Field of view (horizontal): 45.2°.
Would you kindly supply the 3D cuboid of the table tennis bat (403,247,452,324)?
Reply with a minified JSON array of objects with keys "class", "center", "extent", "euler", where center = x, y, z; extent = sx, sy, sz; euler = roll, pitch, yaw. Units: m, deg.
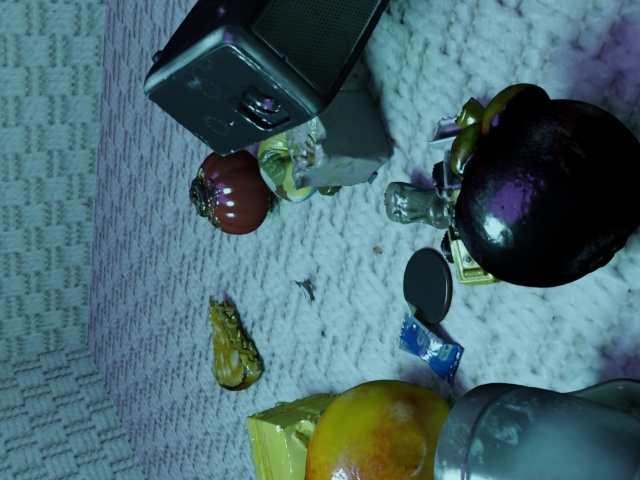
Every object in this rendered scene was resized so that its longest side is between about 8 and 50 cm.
[{"class":"table tennis bat","center":[0.199,0.119,1.497],"extent":[0.130,0.019,0.220],"euler":[41,130,47]}]

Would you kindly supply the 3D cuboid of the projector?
[{"class":"projector","center":[-0.091,-0.405,1.427],"extent":[0.395,0.242,0.405],"euler":[-11,46,56]}]

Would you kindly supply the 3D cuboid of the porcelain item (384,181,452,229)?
[{"class":"porcelain item","center":[0.210,-0.058,1.395],"extent":[0.216,0.069,0.081],"euler":[14,105,51]}]

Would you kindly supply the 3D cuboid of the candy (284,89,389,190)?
[{"class":"candy","center":[0.028,-0.199,1.534],"extent":[0.137,0.195,0.184],"euler":[-33,66,52]}]

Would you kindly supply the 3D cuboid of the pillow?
[{"class":"pillow","center":[-0.066,-0.202,1.794],"extent":[0.233,0.086,0.214],"euler":[55,130,39]}]

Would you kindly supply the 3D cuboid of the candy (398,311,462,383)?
[{"class":"candy","center":[0.205,0.207,1.478],"extent":[0.136,0.038,0.088],"euler":[33,129,30]}]

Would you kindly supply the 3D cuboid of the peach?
[{"class":"peach","center":[0.114,0.422,1.447],"extent":[0.289,0.308,0.288],"euler":[35,141,35]}]

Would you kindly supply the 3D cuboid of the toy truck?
[{"class":"toy truck","center":[0.246,-0.068,1.246],"extent":[0.136,0.111,0.285],"euler":[-9,92,33]}]

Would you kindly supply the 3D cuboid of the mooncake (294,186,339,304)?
[{"class":"mooncake","center":[-0.013,0.000,1.774],"extent":[0.346,0.057,0.150],"euler":[114,148,-46]}]

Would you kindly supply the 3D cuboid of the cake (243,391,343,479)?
[{"class":"cake","center":[-0.004,0.481,1.735],"extent":[0.286,0.223,0.227],"euler":[-11,91,59]}]

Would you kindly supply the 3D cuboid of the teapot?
[{"class":"teapot","center":[0.363,0.295,1.015],"extent":[0.312,0.315,0.233],"euler":[-2,121,52]}]

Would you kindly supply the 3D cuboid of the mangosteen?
[{"class":"mangosteen","center":[0.290,-0.086,1.060],"extent":[0.302,0.275,0.275],"euler":[55,141,24]}]

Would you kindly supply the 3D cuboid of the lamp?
[{"class":"lamp","center":[-0.224,-0.122,1.929],"extent":[0.227,0.227,0.226],"euler":[22,117,55]}]

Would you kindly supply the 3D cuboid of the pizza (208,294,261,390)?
[{"class":"pizza","center":[-0.270,0.327,2.266],"extent":[0.287,0.074,0.251],"euler":[63,144,28]}]
